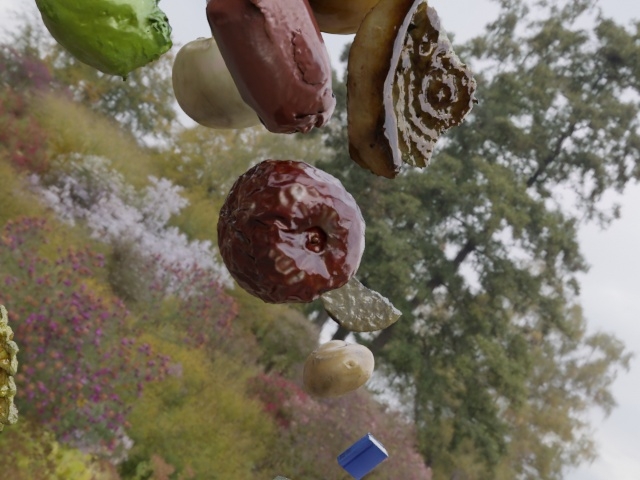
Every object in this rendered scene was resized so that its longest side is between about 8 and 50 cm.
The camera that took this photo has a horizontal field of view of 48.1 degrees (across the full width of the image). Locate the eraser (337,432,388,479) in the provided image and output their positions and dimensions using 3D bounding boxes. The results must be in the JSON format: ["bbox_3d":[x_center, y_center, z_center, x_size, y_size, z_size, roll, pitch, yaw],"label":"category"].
[{"bbox_3d":[0.085,0.435,1.445,0.063,0.084,0.027,46,9,-21],"label":"eraser"}]

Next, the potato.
[{"bbox_3d":[0.032,0.242,1.356,0.147,0.112,0.112,-20,-41,21],"label":"potato"}]

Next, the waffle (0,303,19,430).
[{"bbox_3d":[-0.603,0.224,1.285,0.243,0.238,0.058,-11,-10,40],"label":"waffle"}]

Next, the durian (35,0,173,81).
[{"bbox_3d":[-0.441,-0.465,1.400,0.339,0.204,0.256,32,24,-14],"label":"durian"}]

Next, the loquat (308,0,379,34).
[{"bbox_3d":[0.036,-0.440,1.130,0.235,0.235,0.235,33,-12,8],"label":"loquat"}]

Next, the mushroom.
[{"bbox_3d":[-0.153,-0.386,1.554,0.353,0.325,0.353,4,-39,3],"label":"mushroom"}]

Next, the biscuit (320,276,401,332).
[{"bbox_3d":[0.077,0.158,1.860,0.250,0.133,0.032,39,-4,7],"label":"biscuit"}]

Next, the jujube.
[{"bbox_3d":[-0.052,-0.011,1.051,0.213,0.213,0.232,39,-9,-17],"label":"jujube"}]

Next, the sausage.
[{"bbox_3d":[-0.070,-0.286,1.054,0.152,0.152,0.280,20,-37,51],"label":"sausage"}]

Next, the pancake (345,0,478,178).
[{"bbox_3d":[0.105,-0.199,0.934,0.257,0.212,0.056,52,-9,-35],"label":"pancake"}]

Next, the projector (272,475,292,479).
[{"bbox_3d":[-0.046,0.515,1.204,0.088,0.193,0.269,57,-15,-23],"label":"projector"}]
